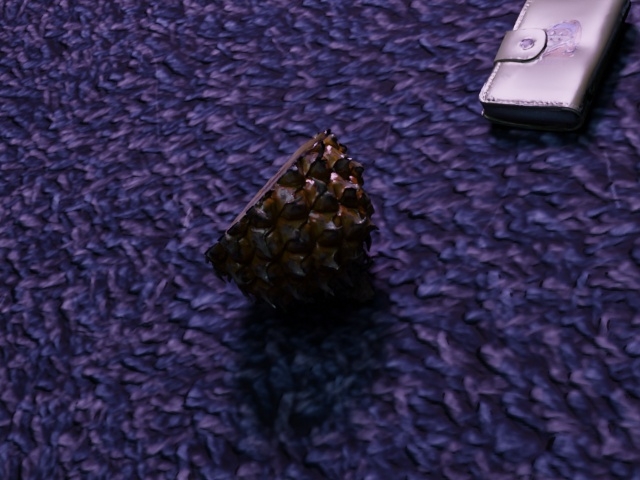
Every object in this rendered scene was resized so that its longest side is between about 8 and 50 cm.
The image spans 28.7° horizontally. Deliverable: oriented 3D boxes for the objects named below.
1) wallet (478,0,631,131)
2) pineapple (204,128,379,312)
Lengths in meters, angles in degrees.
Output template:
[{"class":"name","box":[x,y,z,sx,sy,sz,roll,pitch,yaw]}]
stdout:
[{"class":"wallet","box":[0.222,-0.172,1.187,0.110,0.039,0.155,8,56,32]},{"class":"pineapple","box":[-0.003,0.003,1.098,0.161,0.137,0.176,-48,6,-19]}]
